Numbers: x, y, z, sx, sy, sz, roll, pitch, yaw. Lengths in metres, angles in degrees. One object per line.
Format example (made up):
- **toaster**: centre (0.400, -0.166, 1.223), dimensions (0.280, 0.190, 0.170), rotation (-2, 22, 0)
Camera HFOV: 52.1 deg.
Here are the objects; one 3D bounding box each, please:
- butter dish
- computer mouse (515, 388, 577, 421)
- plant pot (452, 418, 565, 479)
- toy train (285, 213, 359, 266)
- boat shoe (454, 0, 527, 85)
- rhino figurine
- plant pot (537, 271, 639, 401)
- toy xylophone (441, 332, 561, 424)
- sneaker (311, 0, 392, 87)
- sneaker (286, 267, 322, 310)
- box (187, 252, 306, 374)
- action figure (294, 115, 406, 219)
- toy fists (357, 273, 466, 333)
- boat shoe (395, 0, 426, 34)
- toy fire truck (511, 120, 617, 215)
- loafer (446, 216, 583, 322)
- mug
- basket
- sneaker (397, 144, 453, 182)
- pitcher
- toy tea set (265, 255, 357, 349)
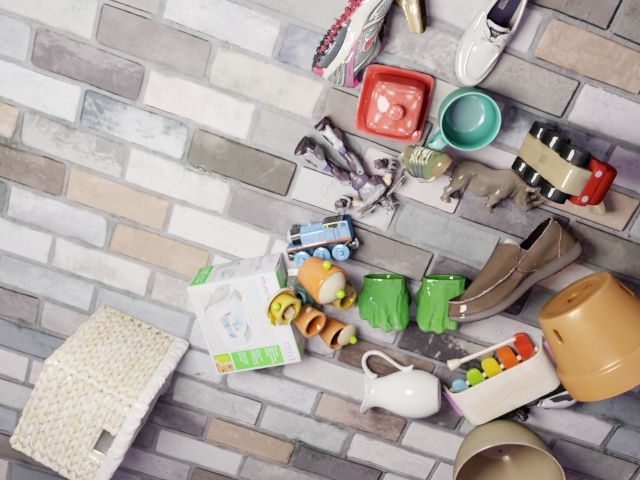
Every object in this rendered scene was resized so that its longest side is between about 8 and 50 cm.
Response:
- **butter dish**: centre (0.162, -0.291, 1.441), dimensions (0.159, 0.118, 0.160), rotation (11, 113, -2)
- **computer mouse**: centre (0.614, 0.435, 1.742), dimensions (0.192, 0.106, 0.042), rotation (-23, 76, 9)
- **plant pot**: centre (0.490, 0.594, 1.764), dimensions (0.283, 0.191, 0.284), rotation (2, 113, 4)
- **toy train**: centre (0.000, 0.000, 1.604), dimensions (0.184, 0.080, 0.105), rotation (-11, 104, 12)
- **boat shoe**: centre (0.360, -0.446, 1.378), dimensions (0.095, 0.084, 0.258), rotation (18, 113, -4)
- **rhino figurine**: centre (0.408, -0.119, 1.525), dimensions (0.243, 0.073, 0.106), rotation (13, 117, -3)
- **plant pot**: centre (0.658, 0.212, 1.557), dimensions (0.291, 0.291, 0.203), rotation (-37, 90, 18)
- **toy xylophone**: centre (0.470, 0.354, 1.720), dimensions (0.322, 0.081, 0.236), rotation (-23, 110, 13)
- **sneaker**: centre (0.099, -0.456, 1.376), dimensions (0.112, 0.121, 0.299), rotation (26, 130, -20)
- **sneaker**: centre (-0.046, 0.142, 1.645), dimensions (0.064, 0.076, 0.166), rotation (-6, 139, 28)
- **box**: centre (-0.180, 0.187, 1.670), dimensions (0.231, 0.127, 0.262), rotation (-10, 112, 10)
- **action figure**: centre (0.075, -0.151, 1.521), dimensions (0.285, 0.099, 0.185), rotation (40, 105, -16)
- **toy fists**: centre (0.233, 0.159, 1.645), dimensions (0.279, 0.096, 0.142), rotation (1, 98, 3)
- **boat shoe**: centre (0.174, -0.525, 1.375), dimensions (0.072, 0.068, 0.190), rotation (-8, 104, 21)
- **toy fire truck**: centre (0.571, -0.133, 1.443), dimensions (0.246, 0.217, 0.159), rotation (13, 115, -18)
- **loafer**: centre (0.439, 0.065, 1.555), dimensions (0.365, 0.134, 0.130), rotation (-33, 95, -9)
- **mug**: centre (0.312, -0.271, 1.451), dimensions (0.157, 0.097, 0.130), rotation (-5, 114, 7)
- **basket**: centre (-0.555, 0.391, 1.680), dimensions (0.266, 0.331, 0.328), rotation (30, 112, -3)
- **sneaker**: centre (0.222, -0.176, 1.456), dimensions (0.086, 0.192, 0.064), rotation (37, 85, -6)
- **pitcher**: centre (0.210, 0.380, 1.738), dimensions (0.207, 0.125, 0.178), rotation (-1, 98, 16)
- **toy tea set**: centre (0.024, 0.172, 1.585), dimensions (0.200, 0.124, 0.336), rotation (-54, 144, -1)
